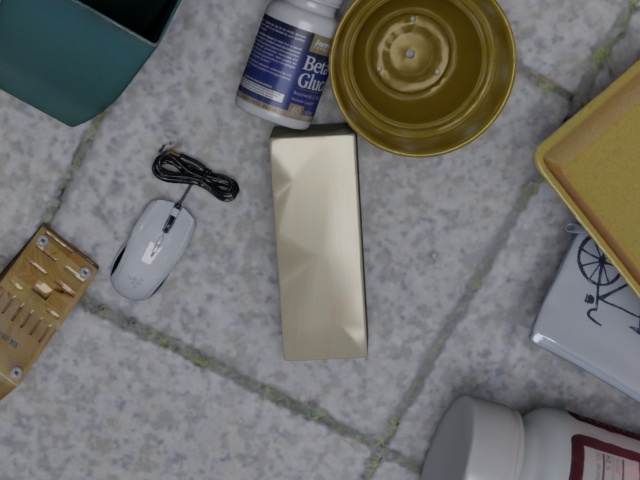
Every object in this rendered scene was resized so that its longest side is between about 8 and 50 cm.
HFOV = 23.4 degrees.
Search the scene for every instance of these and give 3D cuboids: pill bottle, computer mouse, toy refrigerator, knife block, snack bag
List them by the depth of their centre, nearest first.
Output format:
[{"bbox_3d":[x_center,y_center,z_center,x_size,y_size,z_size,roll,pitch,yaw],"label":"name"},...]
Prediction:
[{"bbox_3d":[-0.029,-0.221,1.777,0.094,0.094,0.169,18,102,-9],"label":"pill bottle"},{"bbox_3d":[0.000,0.000,1.838,0.102,0.094,0.270,-3,104,3],"label":"toy refrigerator"},{"bbox_3d":[-0.185,-0.008,1.843,0.106,0.042,0.193,28,100,-12],"label":"computer mouse"},{"bbox_3d":[-0.406,0.135,1.851,0.088,0.242,0.276,40,53,-14],"label":"knife block"},{"bbox_3d":[0.441,0.046,1.860,0.323,0.037,0.343,31,80,-11],"label":"snack bag"},{"bbox_3d":[0.330,0.334,1.878,0.392,0.224,0.224,18,102,-9],"label":"pill bottle"}]

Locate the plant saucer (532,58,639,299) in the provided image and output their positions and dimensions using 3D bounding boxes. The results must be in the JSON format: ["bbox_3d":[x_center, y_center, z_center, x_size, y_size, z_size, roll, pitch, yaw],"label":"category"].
[{"bbox_3d":[0.445,-0.065,1.809,0.332,0.081,0.333,-40,95,-15],"label":"plant saucer"}]

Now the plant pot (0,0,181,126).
[{"bbox_3d":[-0.261,-0.240,1.681,0.165,0.166,0.234,28,142,-11],"label":"plant pot"}]

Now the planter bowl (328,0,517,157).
[{"bbox_3d":[0.111,-0.210,1.792,0.217,0.090,0.217,-2,105,-7],"label":"planter bowl"}]
